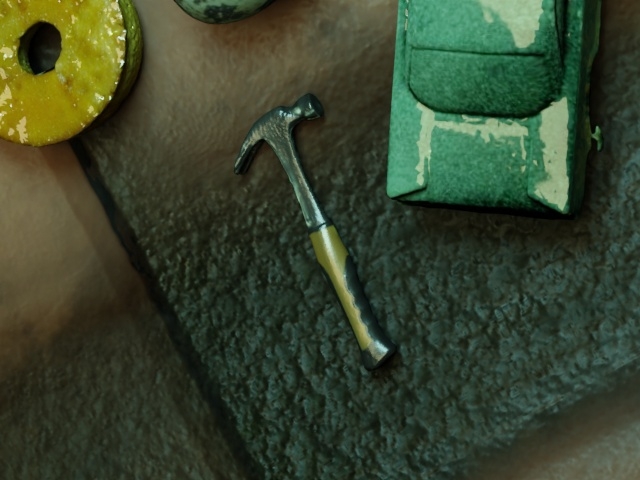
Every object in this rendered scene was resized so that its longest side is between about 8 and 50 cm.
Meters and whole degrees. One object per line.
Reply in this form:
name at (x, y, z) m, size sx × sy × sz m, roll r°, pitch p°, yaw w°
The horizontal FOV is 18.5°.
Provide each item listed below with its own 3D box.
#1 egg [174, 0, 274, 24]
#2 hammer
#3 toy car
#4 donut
egg at (-0.058, -0.232, 1.359) m, size 0.132 × 0.132 × 0.172 m, roll 22°, pitch 112°, yaw 19°
hammer at (0.000, 0.000, 1.408) m, size 0.078 × 0.021 × 0.201 m, roll -26°, pitch 83°, yaw 21°
toy car at (0.122, -0.177, 1.308) m, size 0.141 × 0.097 × 0.321 m, roll 6°, pitch 96°, yaw 21°
donut at (-0.197, -0.141, 1.458) m, size 0.152 × 0.058 × 0.152 m, roll 2°, pitch 94°, yaw 22°
